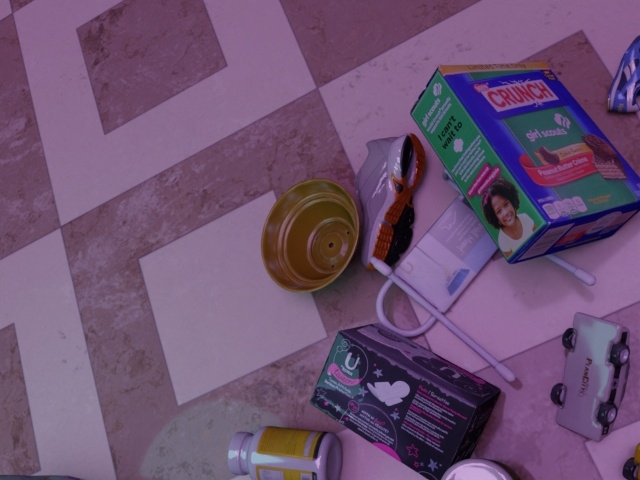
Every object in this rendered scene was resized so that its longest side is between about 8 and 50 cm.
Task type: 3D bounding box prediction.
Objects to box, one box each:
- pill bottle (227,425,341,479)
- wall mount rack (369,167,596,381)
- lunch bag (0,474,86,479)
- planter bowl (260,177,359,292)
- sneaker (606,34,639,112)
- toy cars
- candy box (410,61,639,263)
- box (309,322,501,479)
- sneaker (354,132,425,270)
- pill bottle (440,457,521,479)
[{"bbox_3d":[-0.063,0.378,1.236,0.184,0.103,0.103,0,74,21],"label":"pill bottle"},{"bbox_3d":[0.263,0.053,1.207,0.304,0.130,0.350,40,91,7],"label":"wall mount rack"},{"bbox_3d":[-0.503,0.486,1.272,0.224,0.279,0.108,1,73,32],"label":"lunch bag"},{"bbox_3d":[0.000,0.000,1.330,0.217,0.090,0.217,-11,69,31],"label":"planter bowl"},{"bbox_3d":[0.551,-0.289,1.248,0.059,0.053,0.144,20,90,25],"label":"sneaker"},{"bbox_3d":[0.466,0.299,1.071,0.176,0.087,0.394,-43,55,44],"label":"toy cars"},{"bbox_3d":[0.340,-0.141,1.161,0.317,0.268,0.122,60,143,25],"label":"candy box"},{"bbox_3d":[0.140,0.251,1.155,0.247,0.163,0.142,28,102,25],"label":"box"},{"bbox_3d":[0.111,-0.072,1.332,0.121,0.099,0.263,7,77,43],"label":"sneaker"},{"bbox_3d":[0.246,0.386,1.059,0.117,0.208,0.118,-6,72,18],"label":"pill bottle"}]
